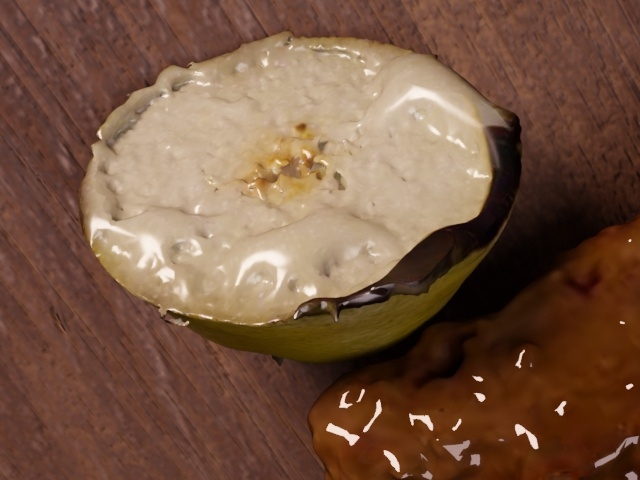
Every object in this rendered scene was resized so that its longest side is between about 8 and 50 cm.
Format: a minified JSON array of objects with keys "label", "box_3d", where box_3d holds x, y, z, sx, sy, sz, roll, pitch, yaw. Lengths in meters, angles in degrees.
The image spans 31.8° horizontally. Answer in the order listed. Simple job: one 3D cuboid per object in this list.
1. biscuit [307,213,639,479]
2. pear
[{"label":"biscuit","box_3d":[0.229,0.136,0.724,0.395,0.166,0.343,-31,139,0]},{"label":"pear","box_3d":[-0.002,-0.001,0.709,0.267,0.267,0.178,-22,139,-4]}]
